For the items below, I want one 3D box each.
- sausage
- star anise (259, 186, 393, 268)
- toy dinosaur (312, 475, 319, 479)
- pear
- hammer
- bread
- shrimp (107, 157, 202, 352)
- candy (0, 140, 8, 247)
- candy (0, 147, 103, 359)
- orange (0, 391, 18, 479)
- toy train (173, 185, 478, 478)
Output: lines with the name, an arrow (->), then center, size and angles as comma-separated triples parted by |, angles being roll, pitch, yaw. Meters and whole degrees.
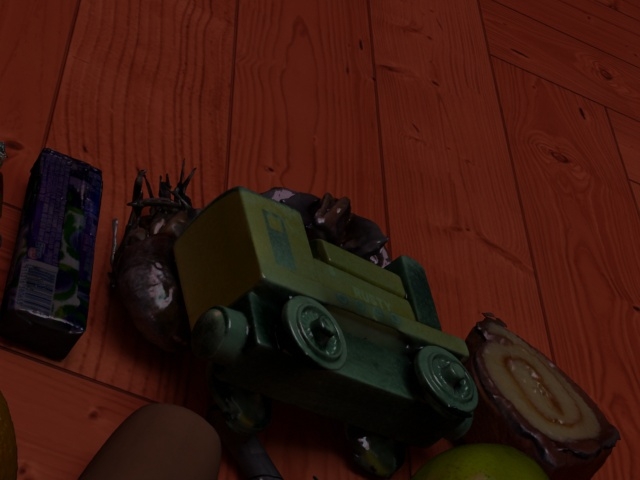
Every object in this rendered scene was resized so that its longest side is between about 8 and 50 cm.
sausage -> -0.176, 0.252, 1.502 | 0.123, 0.123, 0.253 | 31, 30, -1
star anise -> 0.000, 0.000, 1.949 | 0.229, 0.236, 0.093 | 23, 72, -3
toy dinosaur -> 0.031, 0.292, 1.693 | 0.119, 0.029, 0.060 | 50, 14, 19
pear -> 0.160, 0.317, 1.659 | 0.187, 0.187, 0.219 | 31, 38, 0
hammer -> 0.000, 0.326, 1.632 | 0.152, 0.044, 0.427 | 1, 41, -40
bread -> 0.243, 0.209, 1.931 | 0.190, 0.123, 0.244 | 2, 42, -42
shrimp -> -0.187, 0.000, 1.861 | 0.145, 0.116, 0.343 | 33, 28, -26
candy -> -0.390, -0.050, 1.823 | 0.053, 0.046, 0.182 | 21, 37, -23
candy -> -0.302, 0.011, 1.796 | 0.088, 0.061, 0.312 | 22, 33, -17
orange -> -0.372, 0.186, 1.331 | 0.236, 0.236, 0.236 | 22, 32, -15
toy train -> 0.012, 0.104, 1.771 | 0.397, 0.160, 0.253 | 23, 38, -38
